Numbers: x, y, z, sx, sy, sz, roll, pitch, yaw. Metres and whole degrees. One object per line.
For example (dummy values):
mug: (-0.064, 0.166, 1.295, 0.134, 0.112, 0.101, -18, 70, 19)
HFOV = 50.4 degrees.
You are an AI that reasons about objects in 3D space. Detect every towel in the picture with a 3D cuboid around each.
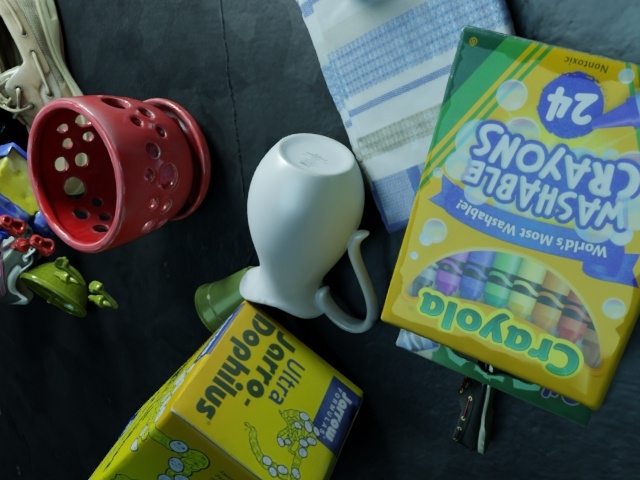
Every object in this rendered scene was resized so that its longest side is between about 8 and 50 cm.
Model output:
towel: (0.101, -0.164, 0.681, 0.209, 0.034, 0.284, -19, 92, 38)

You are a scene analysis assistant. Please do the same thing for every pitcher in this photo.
pitcher: (0.000, 0.000, 0.759, 0.178, 0.125, 0.207, 24, 128, 15)

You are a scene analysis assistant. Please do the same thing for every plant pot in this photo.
plant pot: (-0.107, 0.074, 0.887, 0.079, 0.083, 0.083, -36, 80, 27)
plant pot: (-0.249, -0.093, 0.881, 0.191, 0.174, 0.191, 11, 109, 36)

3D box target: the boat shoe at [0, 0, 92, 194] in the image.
boat shoe: (-0.443, -0.229, 1.035, 0.122, 0.110, 0.340, -13, 94, 40)

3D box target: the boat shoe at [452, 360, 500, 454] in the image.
boat shoe: (0.163, 0.162, 0.713, 0.042, 0.049, 0.132, 15, 116, 26)

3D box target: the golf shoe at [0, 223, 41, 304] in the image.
golf shoe: (-0.543, -0.015, 1.201, 0.120, 0.105, 0.272, 18, 108, -1)

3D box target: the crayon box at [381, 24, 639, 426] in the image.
crayon box: (0.183, 0.000, 0.592, 0.203, 0.083, 0.322, 21, 109, 22)

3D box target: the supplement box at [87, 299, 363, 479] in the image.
supplement box: (-0.145, 0.276, 0.857, 0.195, 0.194, 0.356, 40, 127, -7)

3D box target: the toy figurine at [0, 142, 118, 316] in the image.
toy figurine: (-0.453, -0.059, 1.079, 0.191, 0.217, 0.362, -14, 137, 36)

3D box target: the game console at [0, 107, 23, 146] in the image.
game console: (-0.612, -0.308, 1.178, 0.213, 0.044, 0.361, -36, 76, 38)
